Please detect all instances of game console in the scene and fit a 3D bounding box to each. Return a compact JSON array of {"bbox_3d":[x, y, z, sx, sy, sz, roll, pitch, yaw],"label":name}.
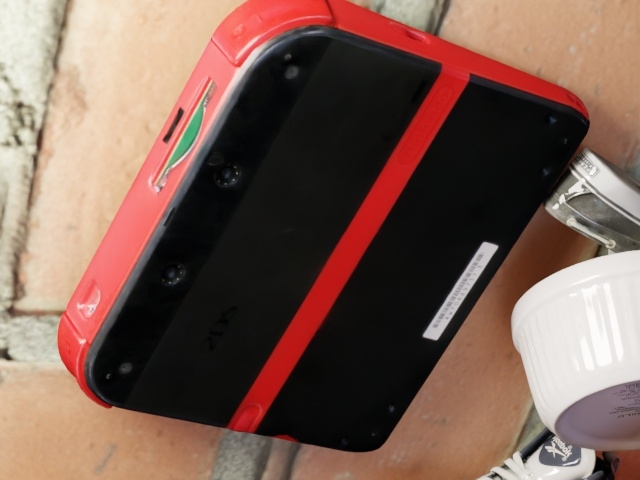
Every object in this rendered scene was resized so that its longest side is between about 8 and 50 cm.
[{"bbox_3d":[0.000,0.000,1.342,0.342,0.060,0.386,14,117,-36],"label":"game console"}]

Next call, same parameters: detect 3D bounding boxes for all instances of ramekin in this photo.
[{"bbox_3d":[0.274,0.103,1.430,0.207,0.109,0.207,-3,151,-2],"label":"ramekin"}]

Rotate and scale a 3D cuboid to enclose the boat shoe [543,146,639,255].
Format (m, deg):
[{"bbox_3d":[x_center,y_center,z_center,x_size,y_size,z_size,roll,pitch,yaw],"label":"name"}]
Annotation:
[{"bbox_3d":[0.283,-0.002,1.439,0.219,0.078,0.070,32,107,-28],"label":"boat shoe"}]

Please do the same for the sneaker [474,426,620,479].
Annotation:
[{"bbox_3d":[0.189,0.227,1.545,0.235,0.094,0.153,13,116,-29],"label":"sneaker"}]
